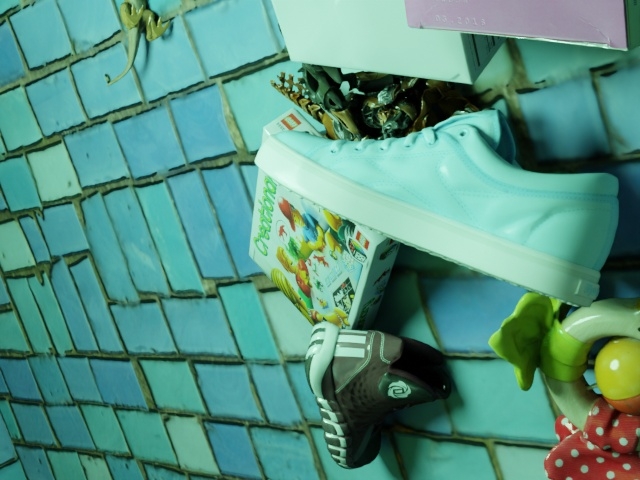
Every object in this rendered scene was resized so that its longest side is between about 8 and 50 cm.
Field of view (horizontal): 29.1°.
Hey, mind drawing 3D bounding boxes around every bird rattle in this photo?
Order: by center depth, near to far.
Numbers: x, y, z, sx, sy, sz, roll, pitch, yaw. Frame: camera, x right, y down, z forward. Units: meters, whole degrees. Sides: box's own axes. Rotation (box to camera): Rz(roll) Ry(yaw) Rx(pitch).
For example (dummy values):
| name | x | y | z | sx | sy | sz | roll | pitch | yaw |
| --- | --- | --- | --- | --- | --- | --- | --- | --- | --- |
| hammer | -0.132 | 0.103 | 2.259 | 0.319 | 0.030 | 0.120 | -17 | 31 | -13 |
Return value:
| name | x | y | z | sx | sy | sz | roll | pitch | yaw |
| --- | --- | --- | --- | --- | --- | --- | --- | --- | --- |
| bird rattle | 0.284 | 0.148 | 1.209 | 0.207 | 0.143 | 0.253 | -23 | 95 | 40 |

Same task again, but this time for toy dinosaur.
| name | x | y | z | sx | sy | sz | roll | pitch | yaw |
| --- | --- | --- | --- | --- | --- | --- | --- | --- | --- |
| toy dinosaur | 0.054 | -0.147 | 1.314 | 0.322 | 0.164 | 0.218 | -1 | 128 | 31 |
| toy dinosaur | -0.255 | -0.303 | 1.710 | 0.112 | 0.064 | 0.211 | -137 | 45 | -57 |

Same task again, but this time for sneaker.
| name | x | y | z | sx | sy | sz | roll | pitch | yaw |
| --- | --- | --- | --- | --- | --- | --- | --- | --- | --- |
| sneaker | 0.116 | -0.063 | 1.189 | 0.366 | 0.135 | 0.150 | 22 | 90 | 20 |
| sneaker | 0.086 | 0.204 | 1.531 | 0.162 | 0.106 | 0.281 | 0 | 144 | 15 |

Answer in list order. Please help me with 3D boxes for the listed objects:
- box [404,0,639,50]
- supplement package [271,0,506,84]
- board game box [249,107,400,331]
| name | x | y | z | sx | sy | sz | roll | pitch | yaw |
| --- | --- | --- | --- | --- | --- | --- | --- | --- | --- |
| box | 0.217 | -0.240 | 0.937 | 0.213 | 0.243 | 0.117 | 17 | 124 | 48 |
| supplement package | 0.054 | -0.294 | 1.093 | 0.204 | 0.145 | 0.262 | 13 | 139 | 33 |
| board game box | 0.000 | 0.000 | 1.481 | 0.193 | 0.053 | 0.305 | 47 | 156 | 18 |
